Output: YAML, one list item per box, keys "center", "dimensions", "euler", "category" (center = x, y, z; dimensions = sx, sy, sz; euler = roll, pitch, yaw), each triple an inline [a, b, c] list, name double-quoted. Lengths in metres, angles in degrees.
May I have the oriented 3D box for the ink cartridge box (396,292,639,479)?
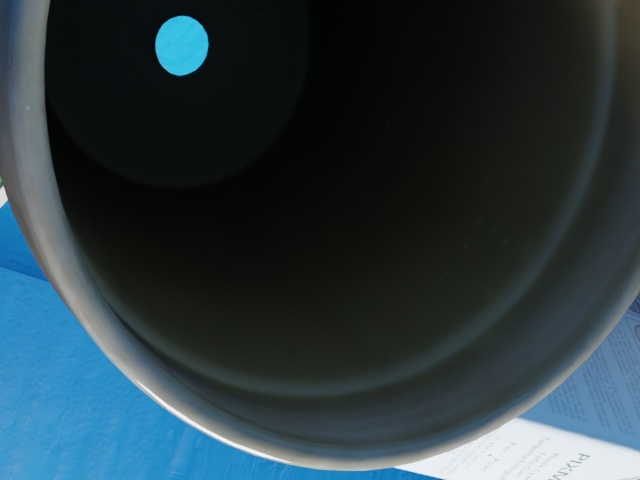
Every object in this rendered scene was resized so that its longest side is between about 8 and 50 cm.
- center: [0.187, 0.072, 0.884]
  dimensions: [0.385, 0.308, 0.091]
  euler: [20, 128, -26]
  category: "ink cartridge box"

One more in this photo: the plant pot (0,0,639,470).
- center: [-0.021, -0.089, 0.527]
  dimensions: [0.323, 0.323, 0.280]
  euler: [23, -179, -31]
  category: "plant pot"

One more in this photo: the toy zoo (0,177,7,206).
- center: [-0.368, -0.144, 0.934]
  dimensions: [0.293, 0.030, 0.192]
  euler: [26, 122, -40]
  category: "toy zoo"
